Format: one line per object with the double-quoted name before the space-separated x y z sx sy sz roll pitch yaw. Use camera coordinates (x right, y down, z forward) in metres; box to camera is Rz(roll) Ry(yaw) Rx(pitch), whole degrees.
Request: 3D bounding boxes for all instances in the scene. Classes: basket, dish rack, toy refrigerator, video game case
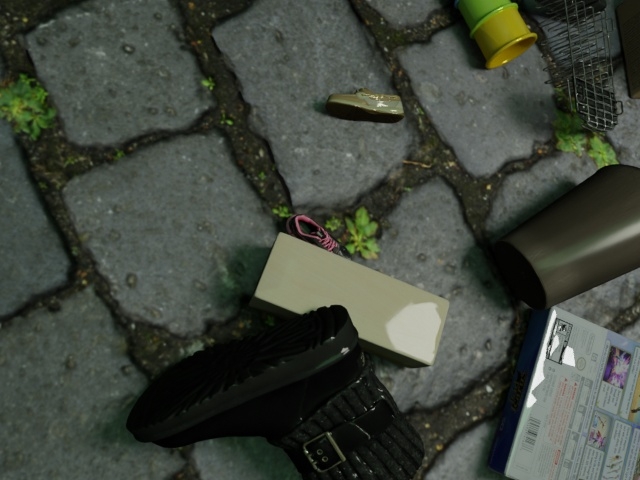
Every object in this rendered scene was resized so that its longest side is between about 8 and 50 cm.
"basket" 0.405 0.001 0.839 0.227 0.204 0.154 -28 109 -4
"dish rack" 0.440 -0.316 0.915 0.208 0.074 0.271 -3 86 -42
"toy refrigerator" 0.040 0.094 0.791 0.270 0.094 0.102 22 71 -7
"video game case" 0.418 0.272 0.838 0.244 0.061 0.269 24 76 -4

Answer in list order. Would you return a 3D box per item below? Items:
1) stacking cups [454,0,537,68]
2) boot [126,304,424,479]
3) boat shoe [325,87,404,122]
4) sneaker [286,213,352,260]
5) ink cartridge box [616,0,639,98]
"stacking cups" 0.266 -0.464 0.938 0.096 0.096 0.316 -23 84 -14
"boot" -0.057 0.262 0.722 0.348 0.131 0.260 -21 110 11
"boat shoe" 0.072 -0.226 0.883 0.135 0.050 0.045 5 75 -19
"sneaker" 0.000 0.000 0.819 0.119 0.057 0.047 36 73 -3
"ink cartridge box" 0.636 -0.379 0.917 0.088 0.235 0.193 0 80 -11
